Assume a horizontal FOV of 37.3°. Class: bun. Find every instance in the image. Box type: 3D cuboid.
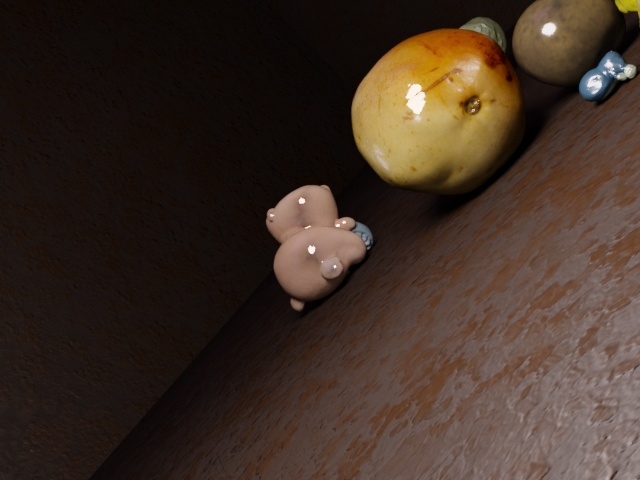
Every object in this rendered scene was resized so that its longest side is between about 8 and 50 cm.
[{"bbox_3d":[0.426,-0.464,2.600,0.283,0.179,0.283,-45,-16,-17],"label":"bun"}]

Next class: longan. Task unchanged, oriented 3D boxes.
[{"bbox_3d":[0.418,-0.343,1.599,0.187,0.167,0.167,-34,6,4],"label":"longan"}]

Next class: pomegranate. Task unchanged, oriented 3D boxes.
[{"bbox_3d":[0.204,-0.216,1.643,0.319,0.319,0.319,-45,5,5],"label":"pomegranate"}]

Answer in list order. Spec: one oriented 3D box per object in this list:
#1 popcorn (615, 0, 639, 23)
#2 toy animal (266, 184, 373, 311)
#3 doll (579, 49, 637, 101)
[{"bbox_3d":[0.496,-0.401,1.389,0.155,0.197,0.197,-43,5,14],"label":"popcorn"},{"bbox_3d":[-0.019,-0.001,2.036,0.229,0.221,0.210,-47,1,-33],"label":"toy animal"},{"bbox_3d":[0.421,-0.240,1.406,0.083,0.050,0.076,-45,0,18],"label":"doll"}]
